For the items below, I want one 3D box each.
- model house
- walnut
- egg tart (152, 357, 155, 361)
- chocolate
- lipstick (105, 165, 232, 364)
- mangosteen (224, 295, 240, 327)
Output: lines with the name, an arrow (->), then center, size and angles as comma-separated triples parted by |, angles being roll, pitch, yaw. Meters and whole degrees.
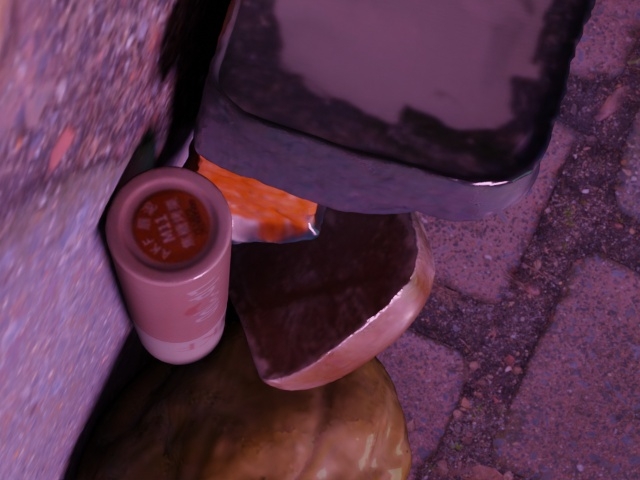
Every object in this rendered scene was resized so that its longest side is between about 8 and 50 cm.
model house -> 0.022, -0.097, 0.683 | 0.301, 0.190, 0.271 | 123, -17, -61
walnut -> -0.060, 0.206, 0.864 | 0.282, 0.253, 0.277 | 78, 31, -60
egg tart -> -0.149, 0.142, 1.047 | 0.130, 0.052, 0.130 | 22, 90, -88
chocolate -> 0.002, 0.000, 0.802 | 0.157, 0.080, 0.254 | -40, -137, 11
lipstick -> -0.095, 0.027, 0.682 | 0.254, 0.070, 0.070 | 110, 3, -72
mangosteen -> -0.058, 0.061, 1.187 | 0.217, 0.192, 0.192 | -37, 179, -1
